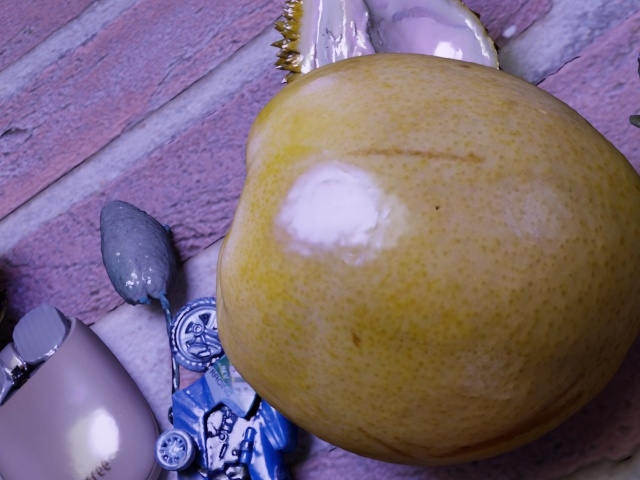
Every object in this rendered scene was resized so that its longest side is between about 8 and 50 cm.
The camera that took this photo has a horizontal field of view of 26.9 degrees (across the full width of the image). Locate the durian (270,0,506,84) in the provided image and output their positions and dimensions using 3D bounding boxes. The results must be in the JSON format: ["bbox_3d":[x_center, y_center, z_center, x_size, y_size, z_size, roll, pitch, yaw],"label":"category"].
[{"bbox_3d":[0.059,-0.126,1.172,0.183,0.138,0.249,-10,67,-17],"label":"durian"}]

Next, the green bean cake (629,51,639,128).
[{"bbox_3d":[0.409,-0.158,0.929,0.310,0.285,0.202,-1,86,55],"label":"green bean cake"}]

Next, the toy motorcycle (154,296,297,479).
[{"bbox_3d":[-0.058,0.160,1.104,0.136,0.092,0.254,-12,67,14],"label":"toy motorcycle"}]

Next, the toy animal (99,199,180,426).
[{"bbox_3d":[-0.152,0.054,1.222,0.070,0.079,0.253,-32,53,9],"label":"toy animal"}]

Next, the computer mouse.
[{"bbox_3d":[-0.236,0.161,1.209,0.145,0.082,0.236,-44,52,2],"label":"computer mouse"}]

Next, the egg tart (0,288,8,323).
[{"bbox_3d":[-0.379,0.085,1.296,0.241,0.106,0.241,-47,23,27],"label":"egg tart"}]

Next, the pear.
[{"bbox_3d":[0.076,0.017,0.963,0.314,0.314,0.314,-14,57,23],"label":"pear"}]
